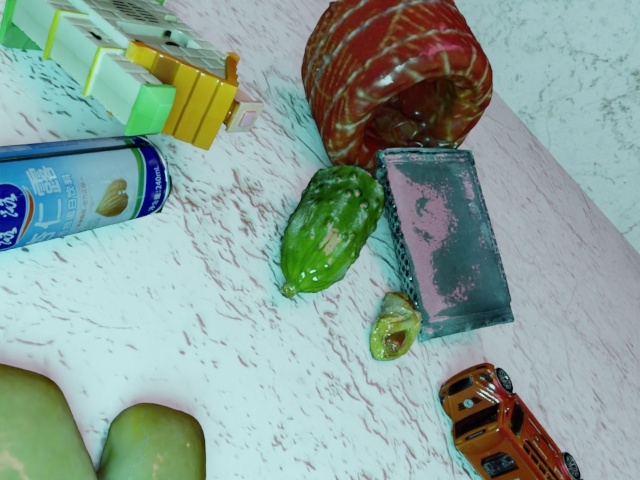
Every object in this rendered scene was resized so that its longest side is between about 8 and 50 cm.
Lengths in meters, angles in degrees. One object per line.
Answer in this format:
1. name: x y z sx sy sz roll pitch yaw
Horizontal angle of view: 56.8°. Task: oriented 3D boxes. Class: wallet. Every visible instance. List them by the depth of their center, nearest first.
1. wallet: 0.221 -0.001 1.079 0.237 0.075 0.342 -5 77 -34

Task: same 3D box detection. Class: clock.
1. clock: -0.211 -0.212 0.722 0.255 0.106 0.220 42 29 18

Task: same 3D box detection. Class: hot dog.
1. hot dog: 0.126 0.126 0.922 0.078 0.061 0.169 46 33 -11

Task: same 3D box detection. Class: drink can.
1. drink can: -0.261 -0.049 0.576 0.097 0.097 0.235 56 31 6

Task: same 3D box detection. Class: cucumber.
1. cucumber: 0.002 -0.001 0.849 0.134 0.134 0.244 44 42 -12

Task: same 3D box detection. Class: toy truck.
1. toy truck: 0.283 0.314 0.892 0.253 0.107 0.114 51 31 -2

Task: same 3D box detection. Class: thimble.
1. thimble: 0.135 -0.289 1.098 0.350 0.350 0.230 10 49 -47

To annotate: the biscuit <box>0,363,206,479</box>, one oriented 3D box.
1. biscuit: -0.185 0.237 0.423 0.237 0.062 0.291 28 38 -31
